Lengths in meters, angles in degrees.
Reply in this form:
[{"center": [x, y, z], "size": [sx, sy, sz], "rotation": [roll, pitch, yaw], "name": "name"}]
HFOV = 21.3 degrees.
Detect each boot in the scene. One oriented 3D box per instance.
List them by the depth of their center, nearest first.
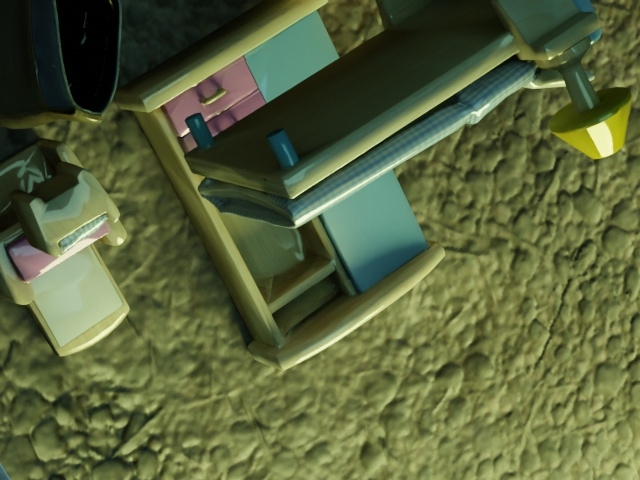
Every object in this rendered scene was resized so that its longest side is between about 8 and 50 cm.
[{"center": [-0.141, -0.166, 0.938], "size": [0.082, 0.106, 0.219], "rotation": [3, 99, -49], "name": "boot"}]

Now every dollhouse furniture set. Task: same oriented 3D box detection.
[{"center": [0.000, 0.000, 0.933], "size": [0.286, 0.303, 0.198], "rotation": [-34, 110, -20], "name": "dollhouse furniture set"}]

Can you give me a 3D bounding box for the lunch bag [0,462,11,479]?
[{"center": [-0.221, 0.132, 0.968], "size": [0.065, 0.067, 0.098], "rotation": [-33, 112, -20], "name": "lunch bag"}]
